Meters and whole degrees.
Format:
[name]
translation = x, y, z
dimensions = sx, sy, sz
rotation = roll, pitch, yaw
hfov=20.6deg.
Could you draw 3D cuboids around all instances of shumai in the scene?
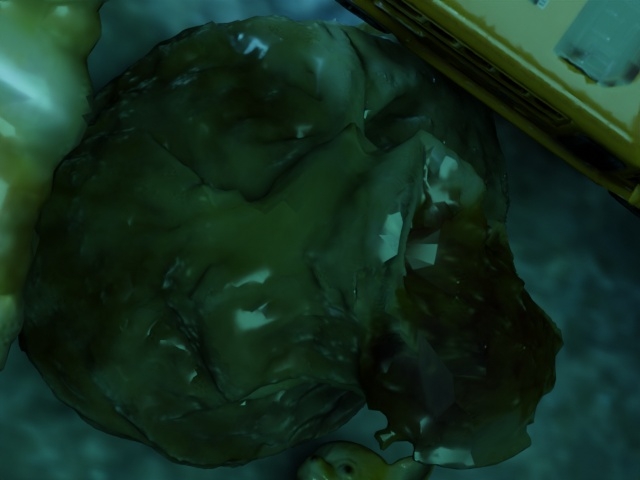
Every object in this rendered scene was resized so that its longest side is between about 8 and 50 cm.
[shumai]
translation = 0.000, 0.000, 0.626
dimensions = 0.209, 0.153, 0.161
rotation = -17, 104, -22

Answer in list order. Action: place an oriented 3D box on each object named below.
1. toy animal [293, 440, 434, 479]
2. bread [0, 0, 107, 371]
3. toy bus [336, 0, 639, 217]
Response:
[toy animal]
translation = 0.009, 0.115, 0.678
dimensions = 0.081, 0.060, 0.083
rotation = 40, 75, -41
[bread]
translation = -0.266, -0.026, 0.459
dimensions = 0.390, 0.279, 0.371
rotation = 19, 87, -19
[toy bus]
translation = 0.085, -0.076, 0.596
dimensions = 0.194, 0.088, 0.083
rotation = 34, 92, -4
